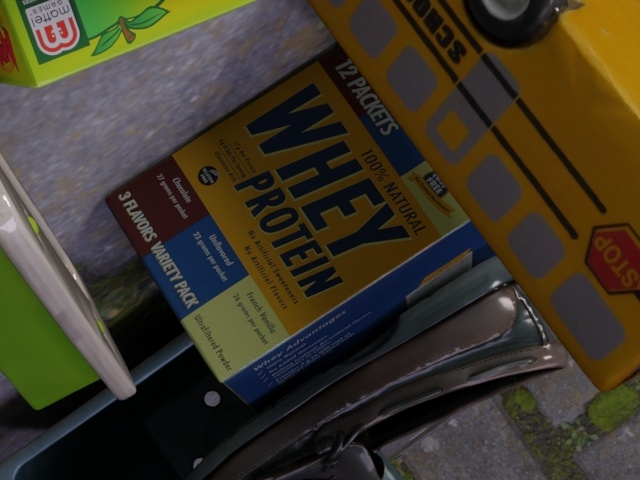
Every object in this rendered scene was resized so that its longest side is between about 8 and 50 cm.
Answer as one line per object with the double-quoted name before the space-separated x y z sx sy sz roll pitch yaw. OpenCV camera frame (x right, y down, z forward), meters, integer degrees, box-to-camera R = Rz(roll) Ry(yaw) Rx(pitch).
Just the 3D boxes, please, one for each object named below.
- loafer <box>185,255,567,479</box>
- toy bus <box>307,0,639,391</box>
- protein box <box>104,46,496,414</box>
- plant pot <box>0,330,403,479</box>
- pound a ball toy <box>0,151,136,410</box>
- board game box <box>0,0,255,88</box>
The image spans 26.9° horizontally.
"loafer" 0.034 0.114 0.861 0.267 0.084 0.096 -36 165 9
"toy bus" 0.132 -0.049 0.629 0.108 0.332 0.130 -19 157 -43
"protein box" 0.000 0.000 0.868 0.200 0.136 0.201 -33 164 -3
"plant pot" -0.074 0.189 1.108 0.247 0.248 0.252 -36 -176 4
"pound a ball toy" -0.211 0.025 0.525 0.208 0.136 0.319 -30 163 -8
"board game box" -0.052 -0.113 0.522 0.181 0.043 0.092 -27 -158 -25
